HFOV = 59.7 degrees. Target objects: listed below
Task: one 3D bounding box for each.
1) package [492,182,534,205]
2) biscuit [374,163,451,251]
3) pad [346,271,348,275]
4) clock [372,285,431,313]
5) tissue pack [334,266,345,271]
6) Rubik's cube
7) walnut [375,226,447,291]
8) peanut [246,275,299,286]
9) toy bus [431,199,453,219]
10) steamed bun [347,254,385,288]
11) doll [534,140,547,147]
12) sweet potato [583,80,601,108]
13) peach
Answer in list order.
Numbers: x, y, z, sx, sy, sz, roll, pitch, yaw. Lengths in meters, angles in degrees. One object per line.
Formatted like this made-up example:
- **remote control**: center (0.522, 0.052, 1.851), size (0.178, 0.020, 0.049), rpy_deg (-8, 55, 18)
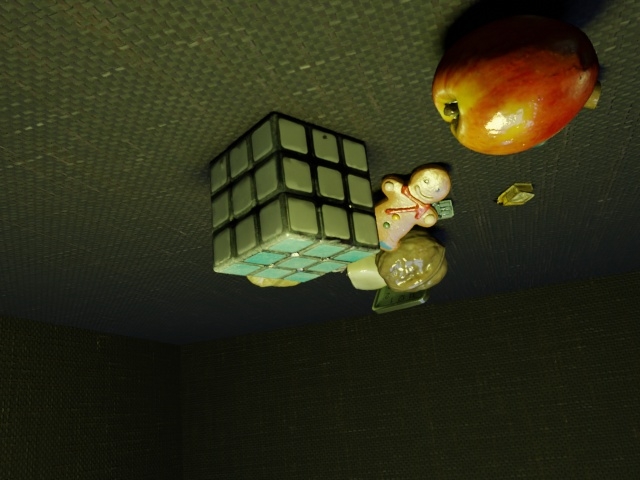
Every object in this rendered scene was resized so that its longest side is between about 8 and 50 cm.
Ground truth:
- **package**: center (0.631, -0.140, 1.824), size (0.071, 0.047, 0.131), rpy_deg (-2, 160, -20)
- **biscuit**: center (0.248, -0.102, 1.638), size (0.205, 0.049, 0.324), rpy_deg (42, 121, -15)
- **pad**: center (0.280, 0.116, 2.524), size (0.287, 0.018, 0.284), rpy_deg (-2, 161, -11)
- **clock**: center (0.353, 0.168, 2.282), size (0.273, 0.278, 0.049), rpy_deg (-21, 126, 43)
- **tissue pack**: center (0.000, 0.000, 1.881), size (0.243, 0.125, 0.343), rpy_deg (8, 161, -5)
- **Rubik's cube**: center (-0.073, -0.084, 1.373), size (0.301, 0.303, 0.305), rpy_deg (9, 154, -39)
- **walnut**: center (0.342, 0.074, 2.087), size (0.273, 0.273, 0.227), rpy_deg (-9, -162, 9)
- **peanut**: center (-0.178, 0.123, 2.221), size (0.147, 0.147, 0.305), rpy_deg (-16, 163, 28)
- **toy bus**: center (0.345, -0.091, 1.865), size (0.191, 0.064, 0.075), rpy_deg (-10, 173, 13)
- **steamed bun**: center (0.203, 0.109, 2.269), size (0.164, 0.146, 0.241), rpy_deg (-7, 157, 11)
- **doll**: center (0.506, -0.277, 1.330), size (0.114, 0.085, 0.152), rpy_deg (-24, 147, 16)
- **sweet potato**: center (0.495, -0.334, 1.177), size (0.244, 0.077, 0.077), rpy_deg (9, 158, -17)
- **peach**: center (0.349, -0.283, 1.010), size (0.281, 0.238, 0.281), rpy_deg (-25, 177, -1)
